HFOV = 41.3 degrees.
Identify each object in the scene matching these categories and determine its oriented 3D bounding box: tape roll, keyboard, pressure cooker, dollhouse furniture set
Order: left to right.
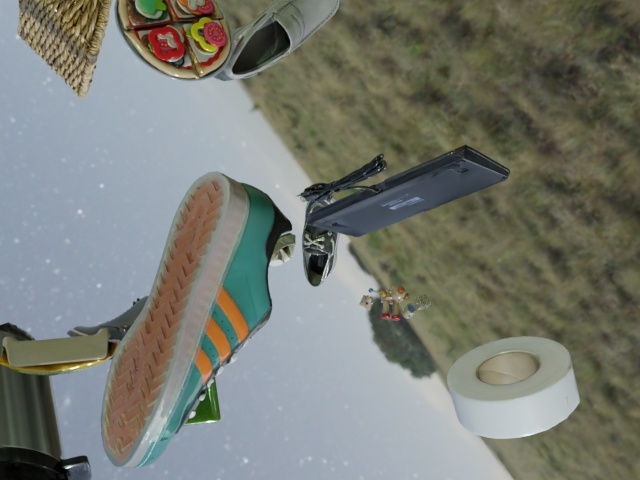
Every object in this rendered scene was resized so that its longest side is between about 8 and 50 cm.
[{"bbox_3d":[-0.638,0.390,1.472,0.375,0.370,0.420,31,-152,-50],"label":"pressure cooker"},{"bbox_3d":[-0.322,0.215,1.281,0.197,0.302,0.151,147,118,-69],"label":"dollhouse furniture set"},{"bbox_3d":[0.097,-0.076,1.253,0.201,0.317,0.033,15,-117,-41],"label":"keyboard"},{"bbox_3d":[0.438,0.330,1.936,0.286,0.286,0.100,-118,10,-72],"label":"tape roll"}]

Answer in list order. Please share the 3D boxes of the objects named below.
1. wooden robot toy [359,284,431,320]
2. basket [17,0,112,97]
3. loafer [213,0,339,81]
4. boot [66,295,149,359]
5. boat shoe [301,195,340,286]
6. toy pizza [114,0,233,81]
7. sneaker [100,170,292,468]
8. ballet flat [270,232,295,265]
[{"bbox_3d":[0.182,0.139,1.975,0.079,0.173,0.076,123,151,-56],"label":"wooden robot toy"},{"bbox_3d":[-0.523,-0.494,1.900,0.223,0.213,0.299,46,158,-5],"label":"basket"},{"bbox_3d":[-0.079,-0.405,1.660,0.111,0.319,0.112,31,154,47],"label":"loafer"},{"bbox_3d":[-0.394,0.163,1.677,0.198,0.137,0.077,10,151,29],"label":"boot"},{"bbox_3d":[0.000,0.000,1.745,0.070,0.078,0.219,-59,-26,-48],"label":"boat shoe"},{"bbox_3d":[-0.227,-0.346,1.350,0.201,0.201,0.032,54,143,-1],"label":"toy pizza"},{"bbox_3d":[-0.113,0.090,0.848,0.121,0.302,0.108,24,179,-42],"label":"sneaker"},{"bbox_3d":[-0.080,0.022,1.555,0.052,0.057,0.168,55,-159,8],"label":"ballet flat"}]
